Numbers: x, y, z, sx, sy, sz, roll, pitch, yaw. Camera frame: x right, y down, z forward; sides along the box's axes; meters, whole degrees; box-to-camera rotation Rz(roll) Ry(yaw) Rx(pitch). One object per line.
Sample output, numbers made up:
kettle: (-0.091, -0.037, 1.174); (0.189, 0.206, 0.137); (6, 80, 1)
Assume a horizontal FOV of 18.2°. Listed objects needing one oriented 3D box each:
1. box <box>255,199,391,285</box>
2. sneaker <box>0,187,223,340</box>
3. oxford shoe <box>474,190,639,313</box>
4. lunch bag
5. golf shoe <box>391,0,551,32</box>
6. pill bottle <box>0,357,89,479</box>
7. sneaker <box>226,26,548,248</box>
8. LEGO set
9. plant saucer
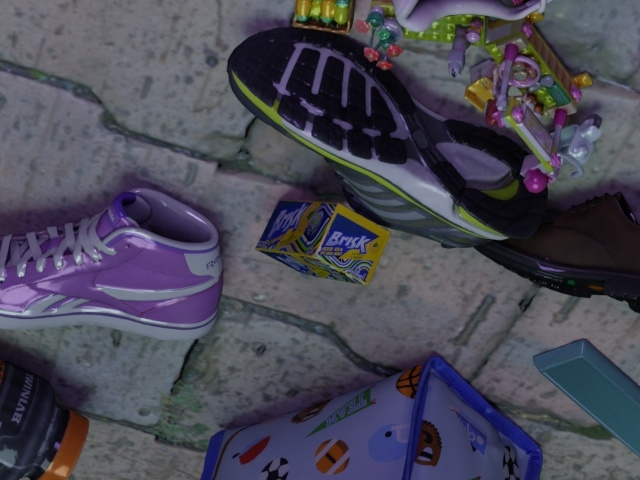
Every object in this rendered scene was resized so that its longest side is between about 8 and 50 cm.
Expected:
box: (0.000, 0.000, 1.776); (0.059, 0.054, 0.169); (28, 172, -18)
sneaker: (-0.232, 0.004, 1.892); (0.282, 0.102, 0.161); (3, 139, -4)
oxford shoe: (0.234, 0.002, 1.758); (0.227, 0.096, 0.083); (13, 172, 30)
lunch bag: (0.017, 0.347, 2.002); (0.328, 0.385, 0.239); (-22, 130, 38)
golf shoe: (0.179, -0.214, 1.467); (0.273, 0.120, 0.105); (-10, 135, 26)
pill bottle: (-0.372, 0.181, 2.122); (0.246, 0.130, 0.130); (26, 141, -16)
sneaker: (0.042, -0.072, 1.701); (0.300, 0.111, 0.121); (32, 146, -16)
LEGO set: (0.111, -0.128, 1.603); (0.287, 0.107, 0.132); (29, 140, -19)
plant saucer: (0.294, 0.164, 1.986); (0.067, 0.018, 0.192); (-24, 128, 38)
